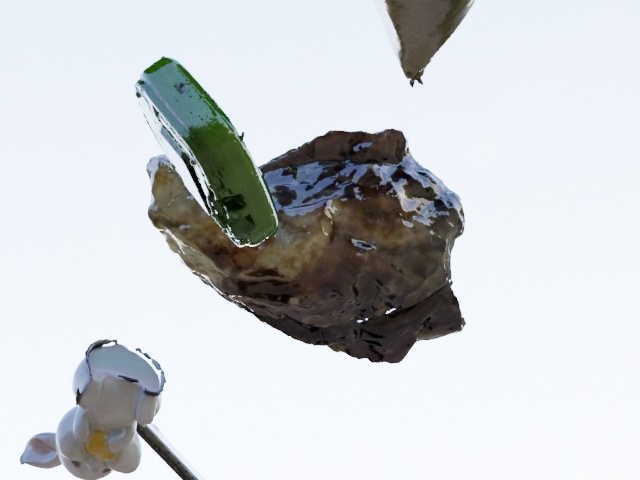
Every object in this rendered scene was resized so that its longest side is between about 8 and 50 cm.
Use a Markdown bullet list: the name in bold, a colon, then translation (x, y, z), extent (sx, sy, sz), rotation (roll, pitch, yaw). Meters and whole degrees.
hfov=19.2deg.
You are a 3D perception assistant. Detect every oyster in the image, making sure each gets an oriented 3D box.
- **oyster**: translation (0.004, -0.001, 1.687), extent (0.271, 0.275, 0.100), rotation (-30, 3, -22)

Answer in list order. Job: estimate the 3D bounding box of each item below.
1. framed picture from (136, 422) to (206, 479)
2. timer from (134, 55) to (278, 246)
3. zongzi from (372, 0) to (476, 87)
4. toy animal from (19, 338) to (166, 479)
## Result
- **framed picture**: translation (-0.071, 0.304, 1.931), extent (0.014, 0.339, 0.255), rotation (-43, -3, -6)
- **timer**: translation (-0.084, -0.062, 1.377), extent (0.047, 0.128, 0.140), rotation (-34, -34, -9)
- **zongzi**: translation (0.031, -0.270, 1.565), extent (0.500, 0.218, 0.467), rotation (-33, -43, -52)
- **toy animal**: translation (-0.164, 0.134, 1.377), extent (0.071, 0.085, 0.124), rotation (6, -59, -28)
